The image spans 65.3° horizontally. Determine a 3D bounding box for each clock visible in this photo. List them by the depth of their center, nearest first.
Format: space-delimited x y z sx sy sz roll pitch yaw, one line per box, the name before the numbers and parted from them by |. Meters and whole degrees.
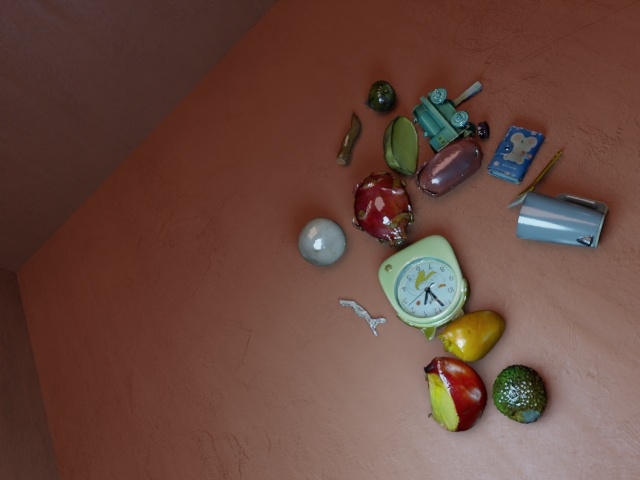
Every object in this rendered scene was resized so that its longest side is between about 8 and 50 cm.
clock | 0.380 0.176 1.759 0.286 0.117 0.349 -29 55 15

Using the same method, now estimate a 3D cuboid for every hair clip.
hair clip | 0.159 0.271 1.898 0.072 0.034 0.226 -49 49 -4

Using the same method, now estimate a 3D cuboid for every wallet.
wallet | 0.720 -0.319 1.846 0.141 0.059 0.202 27 83 31

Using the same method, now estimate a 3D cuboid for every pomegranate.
pomegranate | 0.258 -0.649 2.258 0.163 0.125 0.138 -2 78 32

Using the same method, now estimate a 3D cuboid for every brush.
brush | 0.767 -0.220 1.759 0.013 0.103 0.272 42 81 2
brush | 0.596 -0.595 2.088 0.178 0.030 0.033 -38 60 22

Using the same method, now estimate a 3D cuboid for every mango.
mango | 0.491 0.295 1.570 0.126 0.252 0.154 32 128 48

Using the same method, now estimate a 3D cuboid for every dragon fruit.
dragon fruit | 0.239 -0.126 1.940 0.250 0.250 0.315 -8 81 28

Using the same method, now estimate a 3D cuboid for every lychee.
lychee | 0.586 0.446 1.476 0.171 0.171 0.171 -14 59 25

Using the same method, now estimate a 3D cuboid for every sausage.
sausage | 0.491 -0.280 1.905 0.279 0.152 0.152 -38 52 11

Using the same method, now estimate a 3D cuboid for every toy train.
toy train | 0.490 -0.479 2.028 0.194 0.120 0.298 -39 54 17

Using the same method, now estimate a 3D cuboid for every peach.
peach | 0.418 0.452 1.506 0.153 0.268 0.158 -25 26 -22

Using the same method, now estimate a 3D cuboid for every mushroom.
mushroom | 0.000 0.000 2.053 0.204 0.204 0.204 -14 59 25

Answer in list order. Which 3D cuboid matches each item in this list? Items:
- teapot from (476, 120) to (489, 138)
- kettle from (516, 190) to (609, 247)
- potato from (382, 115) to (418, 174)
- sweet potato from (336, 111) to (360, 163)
teapot | 0.634 -0.432 1.954 0.045 0.068 0.100 -5 28 32
kettle | 0.797 -0.075 1.637 0.243 0.160 0.211 16 46 29
potato | 0.317 -0.389 2.086 0.111 0.160 0.272 -25 52 48
sweet potato | 0.139 -0.473 2.281 0.067 0.059 0.282 -22 43 64
